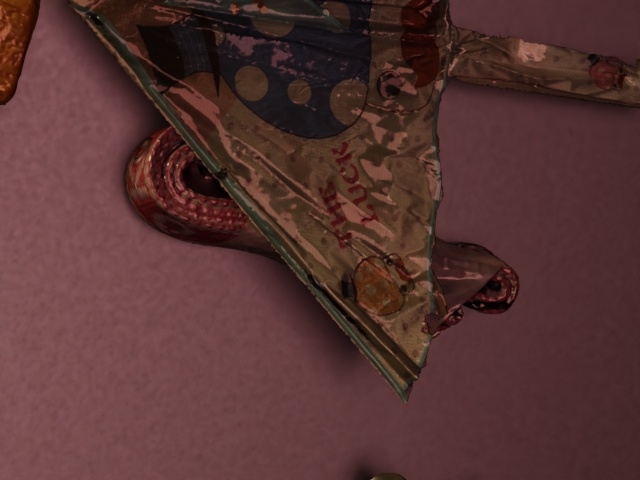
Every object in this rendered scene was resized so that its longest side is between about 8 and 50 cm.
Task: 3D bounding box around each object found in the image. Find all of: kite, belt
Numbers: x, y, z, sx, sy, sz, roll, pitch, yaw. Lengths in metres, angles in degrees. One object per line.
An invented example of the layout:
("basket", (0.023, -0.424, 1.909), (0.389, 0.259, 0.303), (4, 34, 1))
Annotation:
("kite", (0.036, -0.114, 1.056), (0.368, 0.014, 0.406), (7, 82, -19))
("belt", (0.000, 0.000, 1.066), (0.232, 0.053, 0.071), (22, 79, -18))

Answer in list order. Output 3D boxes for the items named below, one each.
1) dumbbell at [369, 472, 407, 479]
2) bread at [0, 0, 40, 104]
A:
("dumbbell", (-0.007, 0.182, 1.060), (0.254, 0.081, 0.082), (-11, 96, -17))
("bread", (-0.214, -0.117, 0.991), (0.132, 0.053, 0.074), (13, 93, -18))
